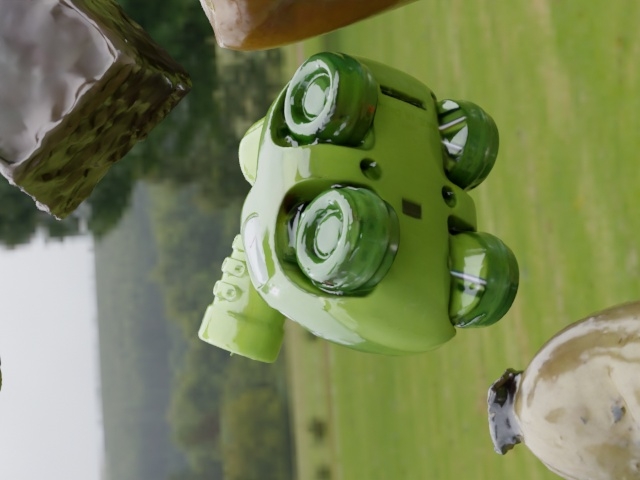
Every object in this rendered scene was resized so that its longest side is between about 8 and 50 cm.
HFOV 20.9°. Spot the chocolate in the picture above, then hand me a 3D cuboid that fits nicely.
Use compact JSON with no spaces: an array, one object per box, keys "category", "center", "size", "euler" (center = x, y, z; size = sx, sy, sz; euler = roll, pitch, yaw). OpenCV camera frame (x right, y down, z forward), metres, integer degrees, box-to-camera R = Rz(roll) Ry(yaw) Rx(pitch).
[{"category":"chocolate","center":[-0.211,-0.153,0.807],"size":[0.321,0.112,0.112],"euler":[45,-178,6]}]

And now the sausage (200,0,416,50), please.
[{"category":"sausage","center":[0.074,-0.208,1.034],"size":[0.112,0.328,0.112],"euler":[159,90,-88]}]

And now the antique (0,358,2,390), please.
[{"category":"antique","center":[-0.378,0.043,1.246],"size":[0.125,0.284,0.150],"euler":[-47,-35,-42]}]

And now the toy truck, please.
[{"category":"toy truck","center":[0.009,-0.018,1.086],"size":[0.211,0.148,0.187],"euler":[-9,70,51]}]

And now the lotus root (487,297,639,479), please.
[{"category":"lotus root","center":[0.235,0.097,1.091],"size":[0.154,0.257,0.140],"euler":[59,-147,-62]}]
